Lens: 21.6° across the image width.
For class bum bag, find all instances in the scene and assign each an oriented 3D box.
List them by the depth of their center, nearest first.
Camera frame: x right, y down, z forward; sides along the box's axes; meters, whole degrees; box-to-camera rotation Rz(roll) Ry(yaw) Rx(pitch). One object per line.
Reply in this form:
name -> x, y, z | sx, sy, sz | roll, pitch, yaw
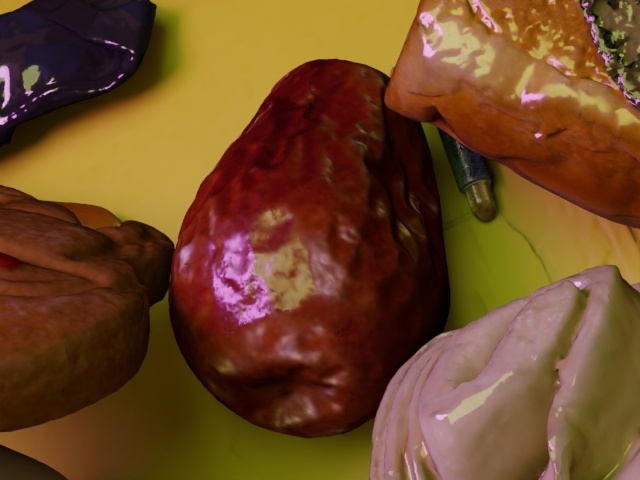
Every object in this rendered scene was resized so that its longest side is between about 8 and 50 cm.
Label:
bum bag -> -0.265, -0.117, 1.301 | 0.310, 0.074, 0.137 | -25, 45, 5

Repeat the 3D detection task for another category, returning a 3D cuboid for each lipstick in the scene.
lipstick -> 0.098, -0.068, 1.165 | 0.037, 0.037, 0.116 | -22, 68, 13

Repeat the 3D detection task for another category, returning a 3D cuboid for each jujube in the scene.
jujube -> 0.000, 0.000, 1.098 | 0.190, 0.190, 0.255 | 2, 59, 22

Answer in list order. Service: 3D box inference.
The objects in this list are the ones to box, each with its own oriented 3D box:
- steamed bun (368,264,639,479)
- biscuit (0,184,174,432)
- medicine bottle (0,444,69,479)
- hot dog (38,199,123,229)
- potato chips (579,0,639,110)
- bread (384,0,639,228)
steamed bun -> 0.167, 0.139, 0.966 | 0.289, 0.203, 0.276 | 1, 71, 21
biscuit -> -0.253, 0.018, 1.042 | 0.394, 0.350, 0.070 | 26, 119, 53
medicine bottle -> -0.233, 0.205, 1.048 | 0.170, 0.293, 0.170 | -8, 68, 20
hot dog -> -0.241, 0.006, 1.254 | 0.235, 0.062, 0.092 | 2, 69, 21
potato chips -> 0.246, -0.146, 0.982 | 0.220, 0.029, 0.202 | 41, 80, 10
bread -> 0.194, -0.098, 1.049 | 0.294, 0.132, 0.167 | 22, 80, 9
